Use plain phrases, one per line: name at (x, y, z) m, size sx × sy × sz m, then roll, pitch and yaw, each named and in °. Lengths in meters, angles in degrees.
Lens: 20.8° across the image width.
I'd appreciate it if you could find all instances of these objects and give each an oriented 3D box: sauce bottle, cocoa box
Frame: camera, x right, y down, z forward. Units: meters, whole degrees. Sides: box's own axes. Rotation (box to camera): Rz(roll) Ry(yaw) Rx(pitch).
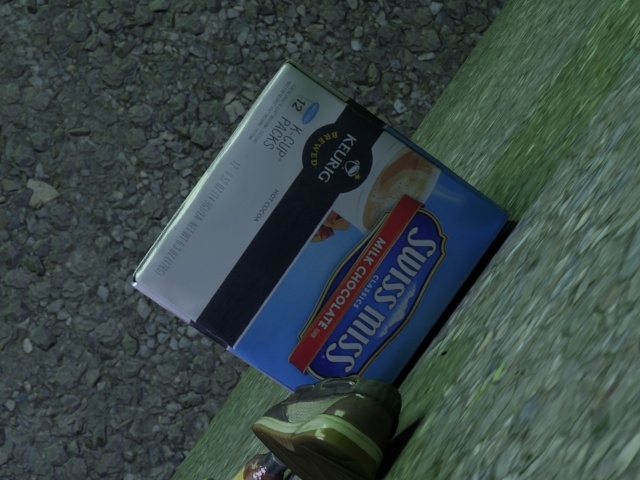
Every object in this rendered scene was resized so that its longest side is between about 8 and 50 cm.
sauce bottle at (-0.057, 0.232, 1.700) m, size 0.042 × 0.042 × 0.128 m, roll -56°, pitch 5°, yaw -37°
cocoa box at (0.000, 0.000, 1.563) m, size 0.231 × 0.228 × 0.347 m, roll -55°, pitch 2°, yaw 1°

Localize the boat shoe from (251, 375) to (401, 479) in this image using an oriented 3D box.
boat shoe at (0.011, 0.138, 1.285) m, size 0.073 × 0.080 × 0.223 m, roll -49°, pitch 6°, yaw -14°

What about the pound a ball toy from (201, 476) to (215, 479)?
pound a ball toy at (-0.072, 0.247, 1.051) m, size 0.208 × 0.135 × 0.319 m, roll -28°, pitch 6°, yaw 7°
